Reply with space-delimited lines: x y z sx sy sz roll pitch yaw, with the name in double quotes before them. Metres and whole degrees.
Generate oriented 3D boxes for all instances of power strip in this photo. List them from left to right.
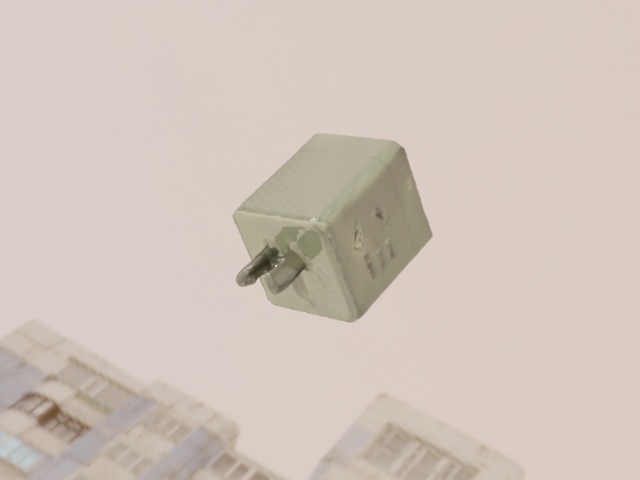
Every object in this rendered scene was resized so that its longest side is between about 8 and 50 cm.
"power strip" 0.000 0.000 1.313 0.139 0.224 0.140 11 -46 39
